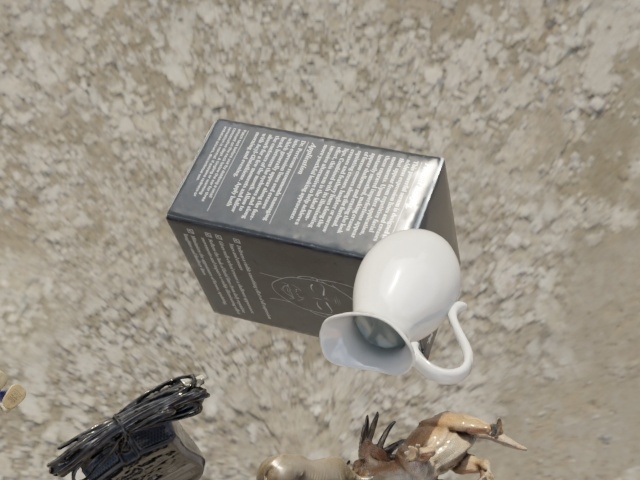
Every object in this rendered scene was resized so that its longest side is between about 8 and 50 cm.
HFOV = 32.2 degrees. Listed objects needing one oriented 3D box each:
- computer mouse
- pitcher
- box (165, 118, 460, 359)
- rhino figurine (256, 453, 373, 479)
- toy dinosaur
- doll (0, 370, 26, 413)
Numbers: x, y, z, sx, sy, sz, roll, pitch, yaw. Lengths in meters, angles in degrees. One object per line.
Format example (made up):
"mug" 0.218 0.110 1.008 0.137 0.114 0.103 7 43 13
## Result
"computer mouse" -0.206 0.236 1.284 0.188 0.272 0.072 -27 63 -11
"pitcher" 0.117 0.083 1.332 0.178 0.125 0.207 23 39 12
"box" 0.000 0.000 1.784 0.395 0.293 0.212 13 59 20
"rhino figurine" -0.004 0.365 1.614 0.073 0.243 0.106 13 89 47
"toy dinosaur" 0.172 0.325 1.752 0.296 0.200 0.127 -17 105 -23
"doll" -0.517 0.222 1.686 0.129 0.189 0.046 46 63 -31
